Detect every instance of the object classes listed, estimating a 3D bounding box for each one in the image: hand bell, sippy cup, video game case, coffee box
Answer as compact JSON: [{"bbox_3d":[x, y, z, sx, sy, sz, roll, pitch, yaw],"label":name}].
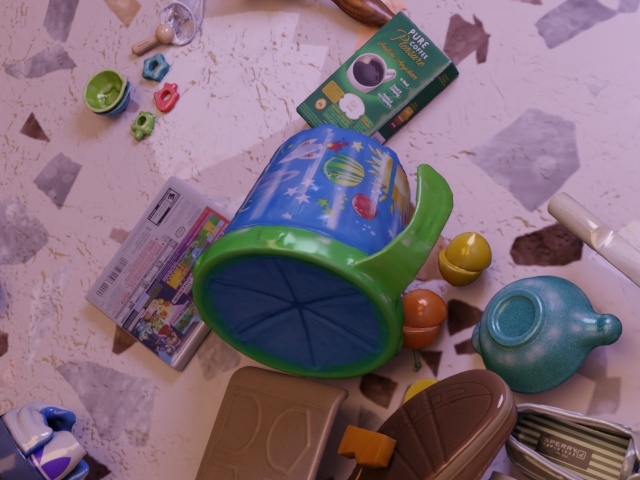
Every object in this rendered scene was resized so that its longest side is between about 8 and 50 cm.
[{"bbox_3d":[-0.002,-0.339,1.541,0.242,0.126,0.126,31,86,18],"label":"hand bell"},{"bbox_3d":[0.000,0.000,1.315,0.306,0.240,0.224,7,52,15],"label":"sippy cup"},{"bbox_3d":[-0.187,0.039,1.509,0.183,0.023,0.201,33,86,32],"label":"video game case"},{"bbox_3d":[0.071,-0.187,1.464,0.184,0.040,0.113,-44,59,5],"label":"coffee box"}]

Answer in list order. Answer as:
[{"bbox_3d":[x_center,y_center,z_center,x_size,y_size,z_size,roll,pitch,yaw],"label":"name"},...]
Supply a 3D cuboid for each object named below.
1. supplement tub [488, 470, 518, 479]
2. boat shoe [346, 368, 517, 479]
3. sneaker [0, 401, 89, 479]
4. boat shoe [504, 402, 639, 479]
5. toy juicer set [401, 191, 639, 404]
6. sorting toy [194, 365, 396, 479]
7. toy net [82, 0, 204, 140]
[{"bbox_3d":[0.188,0.299,1.201,0.071,0.071,0.107,20,81,30],"label":"supplement tub"},{"bbox_3d":[0.092,0.273,1.211,0.341,0.110,0.121,-48,27,18],"label":"boat shoe"},{"bbox_3d":[-0.388,0.307,1.366,0.236,0.130,0.323,-32,19,15],"label":"sneaker"},{"bbox_3d":[0.315,0.236,1.151,0.302,0.094,0.109,12,76,29],"label":"boat shoe"},{"bbox_3d":[0.220,0.068,1.273,0.329,0.089,0.209,-33,49,21],"label":"toy juicer set"},{"bbox_3d":[-0.040,0.263,1.284,0.307,0.041,0.229,5,68,54],"label":"sorting toy"},{"bbox_3d":[-0.228,-0.259,1.632,0.122,0.045,0.232,31,85,32],"label":"toy net"}]
